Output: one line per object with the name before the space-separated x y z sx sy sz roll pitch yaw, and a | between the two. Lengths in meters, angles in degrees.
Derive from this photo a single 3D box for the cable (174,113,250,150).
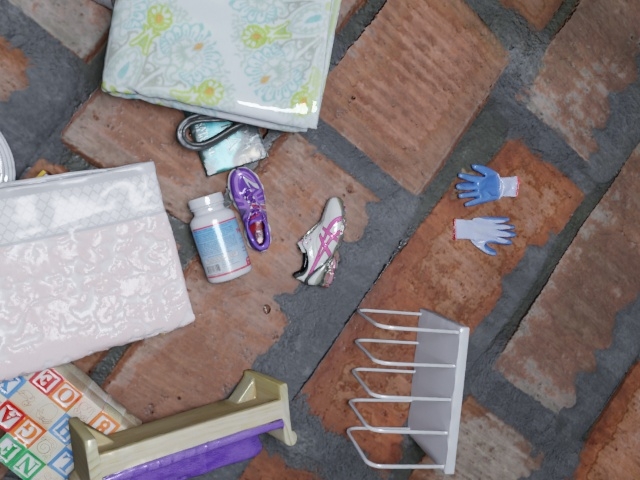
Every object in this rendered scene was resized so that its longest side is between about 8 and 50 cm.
cable | -0.131 -0.243 1.000 0.287 0.072 0.139 -36 121 -5

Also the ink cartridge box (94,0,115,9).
ink cartridge box | -0.313 -0.551 0.942 0.261 0.066 0.296 24 88 -13

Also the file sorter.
file sorter | 0.159 0.285 1.052 0.173 0.193 0.277 4 92 -12

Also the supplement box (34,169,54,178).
supplement box | -0.474 -0.078 0.943 0.083 0.043 0.055 44 83 -12

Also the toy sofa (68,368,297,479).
toy sofa | -0.230 0.359 0.918 0.363 0.150 0.176 -6 92 -35

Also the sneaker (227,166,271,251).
sneaker | -0.127 -0.060 1.017 0.068 0.071 0.169 -20 98 -12

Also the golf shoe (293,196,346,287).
golf shoe | 0.000 0.000 1.055 0.086 0.067 0.185 13 91 -13

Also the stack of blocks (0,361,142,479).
stack of blocks | -0.492 0.308 0.941 0.171 0.087 0.297 -45 102 -8

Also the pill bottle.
pill bottle | -0.193 -0.006 0.996 0.087 0.087 0.160 -18 98 -12

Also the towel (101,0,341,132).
towel | -0.157 -0.372 0.906 0.375 0.090 0.320 10 87 -8

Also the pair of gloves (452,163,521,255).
pair of gloves | 0.366 -0.066 1.166 0.160 0.023 0.198 2 92 -14

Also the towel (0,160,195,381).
towel | -0.408 0.041 0.901 0.332 0.053 0.316 -14 97 -26

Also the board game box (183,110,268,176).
board game box | -0.189 -0.229 1.014 0.126 0.026 0.186 -21 99 -12

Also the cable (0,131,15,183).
cable | -0.645 -0.117 0.871 0.257 0.089 0.256 8 90 -18
